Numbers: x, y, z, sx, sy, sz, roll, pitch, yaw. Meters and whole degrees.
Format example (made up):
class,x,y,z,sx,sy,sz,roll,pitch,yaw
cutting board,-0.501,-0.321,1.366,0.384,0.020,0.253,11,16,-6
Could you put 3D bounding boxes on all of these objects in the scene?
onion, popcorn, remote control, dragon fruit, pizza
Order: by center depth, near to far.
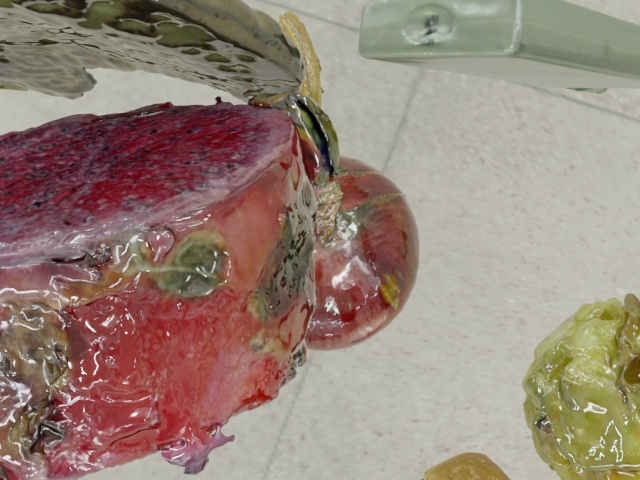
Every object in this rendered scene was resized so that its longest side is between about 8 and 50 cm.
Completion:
class,x,y,z,sx,sy,sz,roll,pitch,yaw
dragon fruit,-0.110,0.032,0.516,0.211,0.282,0.147,29,137,56
remote control,0.159,-0.120,0.715,0.123,0.285,0.038,8,96,46
popcorn,0.316,0.176,1.164,0.233,0.192,0.266,49,144,41
onion,-0.001,0.006,1.325,0.248,0.161,0.248,-8,72,25
pizza,-0.039,-0.302,1.918,0.134,0.046,0.175,0,102,63

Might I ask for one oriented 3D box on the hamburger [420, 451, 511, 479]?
class,x,y,z,sx,sy,sz,roll,pitch,yaw
hamburger,0.198,0.358,1.495,0.138,0.083,0.147,-23,54,-21

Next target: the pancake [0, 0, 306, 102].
class,x,y,z,sx,sy,sz,roll,pitch,yaw
pancake,-0.150,-0.110,0.603,0.288,0.286,0.033,176,102,-66
